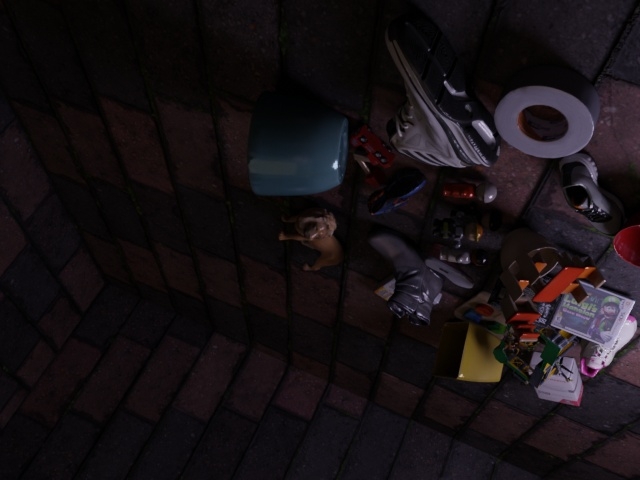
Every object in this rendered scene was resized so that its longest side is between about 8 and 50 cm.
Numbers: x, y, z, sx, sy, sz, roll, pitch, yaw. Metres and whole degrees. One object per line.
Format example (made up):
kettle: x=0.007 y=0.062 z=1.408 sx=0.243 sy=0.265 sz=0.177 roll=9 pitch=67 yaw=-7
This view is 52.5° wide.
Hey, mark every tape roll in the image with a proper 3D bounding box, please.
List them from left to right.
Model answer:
tape roll: x=0.510 y=-0.287 z=1.467 sx=0.219 sy=0.072 sz=0.219 roll=21 pitch=150 yaw=13

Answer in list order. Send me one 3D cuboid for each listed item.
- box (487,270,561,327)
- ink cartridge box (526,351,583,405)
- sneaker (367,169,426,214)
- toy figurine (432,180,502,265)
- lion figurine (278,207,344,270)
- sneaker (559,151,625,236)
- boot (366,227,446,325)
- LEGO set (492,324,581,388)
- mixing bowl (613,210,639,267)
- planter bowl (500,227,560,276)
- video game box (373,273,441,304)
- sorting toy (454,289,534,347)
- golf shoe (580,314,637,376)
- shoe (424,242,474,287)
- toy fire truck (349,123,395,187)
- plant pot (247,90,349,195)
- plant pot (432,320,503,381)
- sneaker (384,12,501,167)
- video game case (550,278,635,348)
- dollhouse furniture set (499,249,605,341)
box: x=0.632 y=0.167 z=1.998 sx=0.180 sy=0.147 sz=0.077 roll=25 pitch=172 yaw=4
ink cartridge box: x=0.878 y=0.516 z=2.422 sx=0.159 sy=0.092 sz=0.218 roll=5 pitch=145 yaw=36
sneaker: x=0.236 y=-0.145 z=1.938 sx=0.087 sy=0.083 sz=0.221 roll=2 pitch=158 yaw=-38
toy figurine: x=0.412 y=-0.045 z=1.801 sx=0.148 sy=0.209 sz=0.213 roll=7 pitch=146 yaw=24
lion figurine: x=0.000 y=0.000 z=2.337 sx=0.240 sy=0.142 sz=0.392 roll=1 pitch=156 yaw=27
sneaker: x=0.665 y=-0.093 z=1.610 sx=0.100 sy=0.108 sz=0.271 roll=-12 pitch=133 yaw=47
boot: x=0.270 y=0.124 z=2.178 sx=0.338 sy=0.222 sz=0.118 roll=34 pitch=151 yaw=-11
LEGO set: x=0.739 y=0.320 z=2.163 sx=0.255 sy=0.192 sz=0.331 roll=35 pitch=142 yaw=38
mixing bowl: x=0.829 y=-0.016 z=1.600 sx=0.182 sy=0.098 sz=0.181 roll=22 pitch=151 yaw=13
planter bowl: x=0.581 y=0.033 z=1.849 sx=0.162 sy=0.109 sz=0.162 roll=-11 pitch=142 yaw=-9
video game box: x=0.324 y=0.198 z=2.435 sx=0.187 sy=0.048 sz=0.205 roll=34 pitch=151 yaw=-6
sorting toy: x=0.651 y=0.298 z=2.318 sx=0.307 sy=0.041 sz=0.229 roll=28 pitch=151 yaw=0
golf shoe: x=0.908 y=0.333 z=2.056 sx=0.115 sy=0.140 sz=0.306 roll=21 pitch=149 yaw=14
shoe: x=0.431 y=0.079 z=2.112 sx=0.178 sy=0.081 sz=0.063 roll=31 pitch=151 yaw=2
toy fire truck: x=0.142 y=-0.244 z=1.879 sx=0.192 sy=0.047 sz=0.135 roll=42 pitch=150 yaw=-22
plant pot: x=-0.048 y=-0.256 z=1.795 sx=0.235 sy=0.292 sz=0.293 roll=7 pitch=147 yaw=10
plant pot: x=0.567 y=0.432 z=2.425 sx=0.187 sy=0.212 sz=0.212 roll=18 pitch=167 yaw=-12
sneaker: x=0.223 y=-0.321 z=1.557 sx=0.258 sy=0.169 sz=0.447 roll=-6 pitch=139 yaw=43
video game case: x=0.818 y=0.217 z=1.959 sx=0.191 sy=0.022 sz=0.173 roll=22 pitch=115 yaw=17
dollhouse furniture set: x=0.631 y=0.156 z=1.820 sx=0.262 sy=0.135 sz=0.259 roll=5 pitch=136 yaw=-28
